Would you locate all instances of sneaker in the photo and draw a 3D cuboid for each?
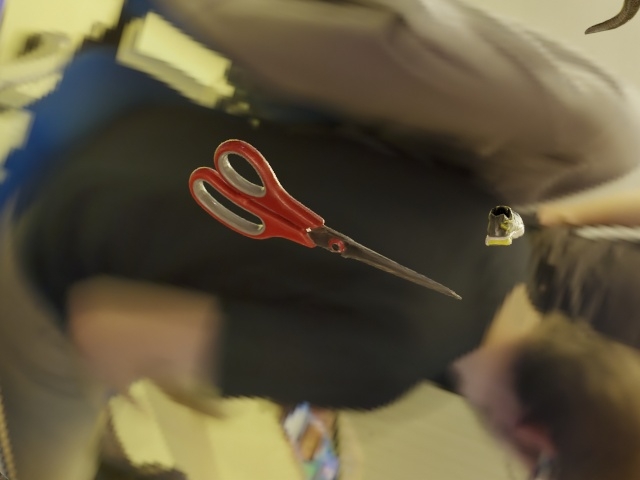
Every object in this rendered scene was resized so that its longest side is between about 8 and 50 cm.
[{"bbox_3d":[0.184,-0.020,1.518,0.083,0.031,0.035,-46,138,-67],"label":"sneaker"}]

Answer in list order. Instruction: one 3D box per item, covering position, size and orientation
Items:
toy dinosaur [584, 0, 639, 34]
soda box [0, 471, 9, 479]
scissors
[{"bbox_3d":[0.283,-0.303,1.207,0.160,0.121,0.313,4,139,-51],"label":"toy dinosaur"},{"bbox_3d":[-0.397,0.251,1.655,0.060,0.169,0.053,-56,166,28],"label":"soda box"},{"bbox_3d":[0.000,0.000,1.555,0.021,0.297,0.109,-55,178,-46],"label":"scissors"}]
